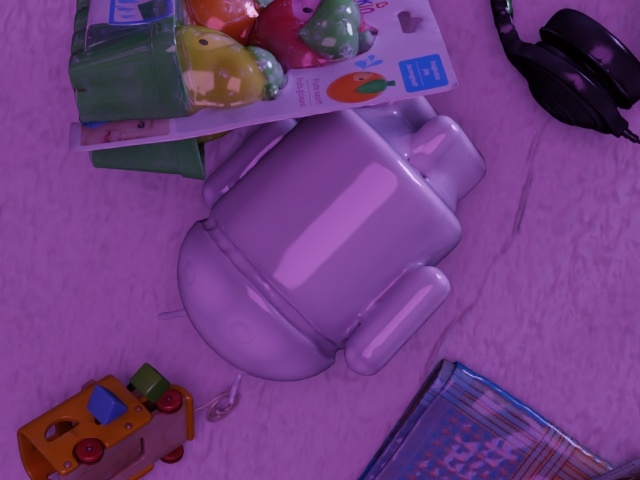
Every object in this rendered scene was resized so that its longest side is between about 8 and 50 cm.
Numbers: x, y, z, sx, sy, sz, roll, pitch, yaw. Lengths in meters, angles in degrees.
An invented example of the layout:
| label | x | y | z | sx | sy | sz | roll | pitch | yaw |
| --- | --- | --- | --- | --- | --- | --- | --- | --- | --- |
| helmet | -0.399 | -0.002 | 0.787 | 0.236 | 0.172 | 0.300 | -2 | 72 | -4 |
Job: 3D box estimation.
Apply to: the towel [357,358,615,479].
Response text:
| label | x | y | z | sx | sy | sz | roll | pitch | yaw |
| --- | --- | --- | --- | --- | --- | --- | --- | --- | --- |
| towel | 0.208 | 0.330 | 1.642 | 0.370 | 0.040 | 0.271 | 34 | 93 | -1 |

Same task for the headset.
| label | x | y | z | sx | sy | sz | roll | pitch | yaw |
| --- | --- | --- | --- | --- | --- | --- | --- | --- | --- |
| headset | 0.326 | -0.183 | 1.594 | 0.243 | 0.185 | 0.394 | -21 | 76 | 6 |

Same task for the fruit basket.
| label | x | y | z | sx | sy | sz | roll | pitch | yaw |
| --- | --- | --- | --- | --- | --- | --- | --- | --- | --- |
| fruit basket | -0.066 | -0.197 | 1.496 | 0.353 | 0.327 | 0.165 | -14 | 122 | 4 |

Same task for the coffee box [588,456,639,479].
| label | x | y | z | sx | sy | sz | roll | pitch | yaw |
| --- | --- | --- | --- | --- | --- | --- | --- | --- | --- |
| coffee box | 0.235 | 0.339 | 1.541 | 0.297 | 0.168 | 0.119 | -25 | 93 | 1 |

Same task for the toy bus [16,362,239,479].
| label | x | y | z | sx | sy | sz | roll | pitch | yaw |
| --- | --- | --- | --- | --- | --- | --- | --- | --- | --- |
| toy bus | -0.216 | 0.192 | 1.607 | 0.104 | 0.202 | 0.191 | 41 | 101 | 30 |

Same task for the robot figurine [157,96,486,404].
| label | x | y | z | sx | sy | sz | roll | pitch | yaw |
| --- | --- | --- | --- | --- | --- | --- | --- | --- | --- |
| robot figurine | 0.000 | 0.000 | 1.551 | 0.353 | 0.200 | 0.300 | -43 | 54 | 2 |
